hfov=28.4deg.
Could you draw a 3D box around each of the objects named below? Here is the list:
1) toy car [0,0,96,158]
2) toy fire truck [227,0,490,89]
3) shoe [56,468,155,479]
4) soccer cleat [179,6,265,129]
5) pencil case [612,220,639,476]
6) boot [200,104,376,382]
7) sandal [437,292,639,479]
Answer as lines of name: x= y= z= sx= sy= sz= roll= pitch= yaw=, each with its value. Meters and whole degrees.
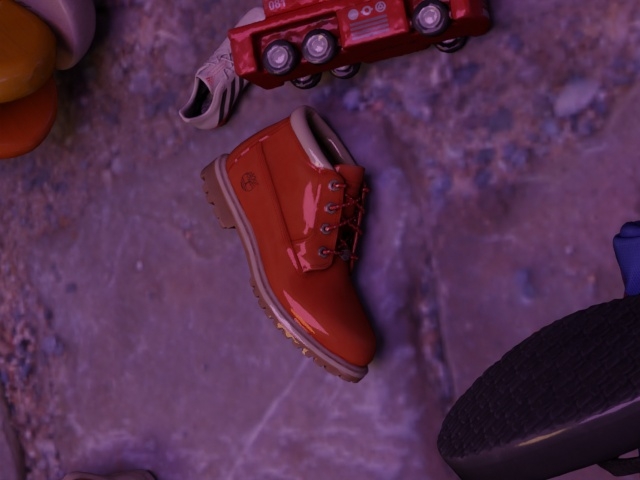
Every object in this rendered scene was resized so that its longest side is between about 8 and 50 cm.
toy car: x=-0.241 y=-0.120 z=0.815 sx=0.182 sy=0.159 sz=0.136 roll=37 pitch=145 yaw=24
toy fire truck: x=-0.009 y=-0.157 z=0.705 sx=0.192 sy=0.047 sz=0.135 roll=-12 pitch=82 yaw=19
shoe: x=-0.190 y=0.208 z=0.831 sx=0.219 sy=0.058 sz=0.076 roll=-33 pitch=95 yaw=30
soccer cleat: x=-0.056 y=-0.102 z=0.752 sx=0.029 sy=0.035 sz=0.083 roll=42 pitch=111 yaw=23
pencil case: x=0.210 y=0.125 z=0.556 sx=0.133 sy=0.119 sz=0.306 roll=-6 pitch=87 yaw=15
boot: x=0.000 y=0.000 z=0.712 sx=0.084 sy=0.059 sz=0.158 roll=-36 pitch=73 yaw=21
sandal: x=0.153 y=0.049 z=0.470 sx=0.254 sy=0.097 sz=0.054 roll=-26 pitch=104 yaw=30
